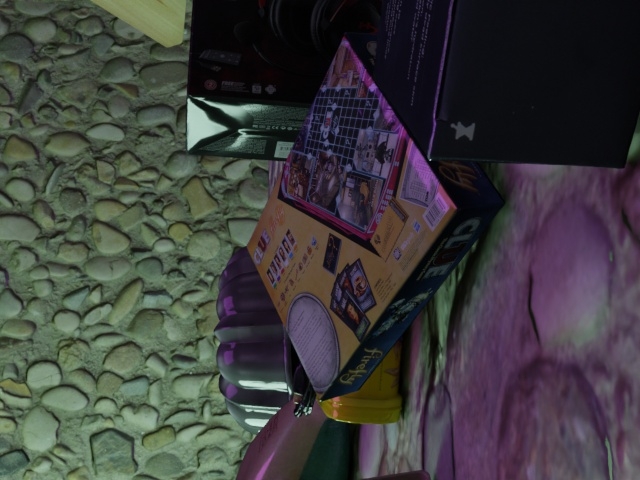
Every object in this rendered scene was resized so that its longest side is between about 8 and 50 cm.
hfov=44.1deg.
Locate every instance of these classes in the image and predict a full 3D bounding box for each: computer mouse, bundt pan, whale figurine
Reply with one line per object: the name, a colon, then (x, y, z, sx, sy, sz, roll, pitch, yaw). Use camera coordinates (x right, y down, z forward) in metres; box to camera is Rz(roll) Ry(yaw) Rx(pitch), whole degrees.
computer mouse: (-0.013, 0.056, 0.749, 0.071, 0.041, 0.242, -129, 45, -75)
bundt pan: (-0.084, 0.149, 1.235, 0.331, 0.124, 0.331, -2, -90, -84)
whale figurine: (-0.010, 0.280, 0.989, 0.272, 0.141, 0.216, -60, 8, 15)

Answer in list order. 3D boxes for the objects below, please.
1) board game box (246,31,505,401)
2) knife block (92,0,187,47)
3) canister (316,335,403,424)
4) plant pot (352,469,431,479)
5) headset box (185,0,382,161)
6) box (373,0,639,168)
board game box: (0.024, -0.009, 0.603, 0.165, 0.042, 0.243, 62, 143, 28)
knife block: (-0.254, -0.321, 0.829, 0.276, 0.242, 0.088, 128, 146, -71)
canister: (0.040, 0.078, 0.765, 0.126, 0.073, 0.170, -169, 83, -82)
plant pot: (0.042, 0.254, 0.596, 0.109, 0.109, 0.096, -101, 2, -61)
headset box: (-0.027, -0.233, 0.839, 0.110, 0.218, 0.293, 110, 162, -62)
box: (0.089, -0.132, 0.373, 0.158, 0.093, 0.156, -100, 15, -65)
